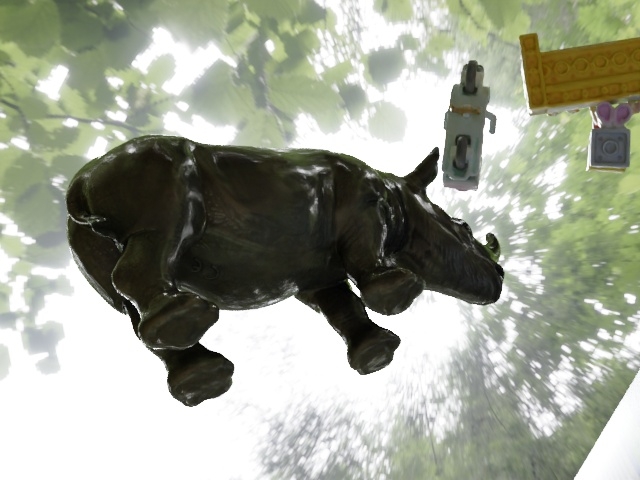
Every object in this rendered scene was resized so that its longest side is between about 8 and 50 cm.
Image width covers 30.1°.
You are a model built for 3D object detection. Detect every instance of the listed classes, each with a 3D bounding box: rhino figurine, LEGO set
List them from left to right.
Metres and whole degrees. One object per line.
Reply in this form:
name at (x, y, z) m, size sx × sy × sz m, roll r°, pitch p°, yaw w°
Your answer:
rhino figurine at (0.000, 0.000, 0.512) m, size 0.106 × 0.243 × 0.073 m, roll 55°, pitch -51°, yaw 30°
LEGO set at (0.222, -0.064, 0.753) m, size 0.287 × 0.107 × 0.132 m, roll 15°, pitch -91°, yaw 9°

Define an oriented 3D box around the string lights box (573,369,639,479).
string lights box at (0.189, 0.045, 0.478) m, size 0.076 × 0.133 × 0.260 m, roll 30°, pitch -82°, yaw 5°
